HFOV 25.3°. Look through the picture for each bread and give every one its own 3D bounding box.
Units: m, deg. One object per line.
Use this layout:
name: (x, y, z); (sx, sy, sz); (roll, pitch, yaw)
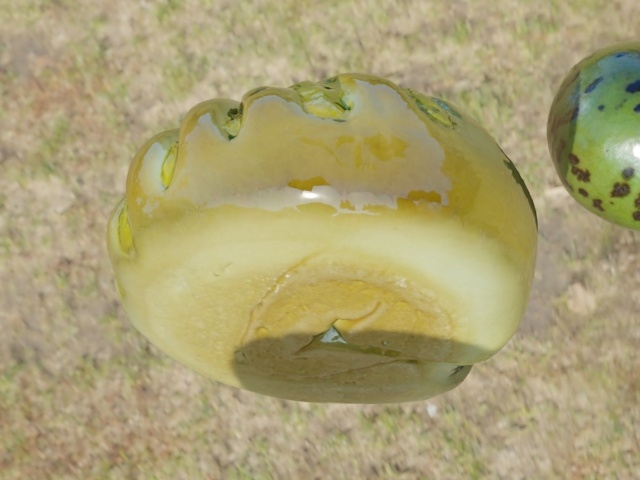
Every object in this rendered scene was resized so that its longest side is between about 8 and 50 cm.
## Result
bread: (0.000, 0.000, 0.662); (0.213, 0.213, 0.105); (-5, 61, 16)

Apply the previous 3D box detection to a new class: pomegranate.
pomegranate: (0.200, -0.074, 0.817); (0.122, 0.161, 0.122); (20, 40, -17)
